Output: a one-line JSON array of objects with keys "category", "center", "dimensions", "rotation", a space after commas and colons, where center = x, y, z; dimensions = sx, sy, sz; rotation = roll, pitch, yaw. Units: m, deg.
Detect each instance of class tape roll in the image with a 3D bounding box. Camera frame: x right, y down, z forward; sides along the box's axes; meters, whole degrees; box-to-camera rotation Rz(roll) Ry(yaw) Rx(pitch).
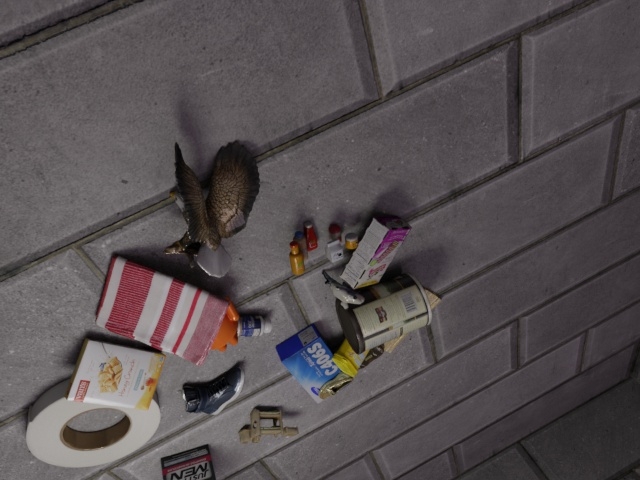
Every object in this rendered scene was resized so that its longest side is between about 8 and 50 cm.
[{"category": "tape roll", "center": [-0.717, 0.577, 1.529], "dimensions": [0.391, 0.072, 0.392], "rotation": [-14, 129, -17]}]

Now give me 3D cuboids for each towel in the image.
[{"category": "towel", "center": [-0.438, 0.198, 1.310], "dimensions": [0.328, 0.037, 0.237], "rotation": [24, 114, -6]}]

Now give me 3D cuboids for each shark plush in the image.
[{"category": "shark plush", "center": [0.067, 0.162, 1.568], "dimensions": [0.067, 0.161, 0.073], "rotation": [-40, 153, -46]}]

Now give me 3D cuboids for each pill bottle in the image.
[{"category": "pill bottle", "center": [-0.223, 0.278, 1.552], "dimensions": [0.120, 0.067, 0.067], "rotation": [3, 122, -28]}]

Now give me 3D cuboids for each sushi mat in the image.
[{"category": "sushi mat", "center": [0.339, 0.317, 1.892], "dimensions": [0.151, 0.019, 0.316], "rotation": [30, 107, -37]}]

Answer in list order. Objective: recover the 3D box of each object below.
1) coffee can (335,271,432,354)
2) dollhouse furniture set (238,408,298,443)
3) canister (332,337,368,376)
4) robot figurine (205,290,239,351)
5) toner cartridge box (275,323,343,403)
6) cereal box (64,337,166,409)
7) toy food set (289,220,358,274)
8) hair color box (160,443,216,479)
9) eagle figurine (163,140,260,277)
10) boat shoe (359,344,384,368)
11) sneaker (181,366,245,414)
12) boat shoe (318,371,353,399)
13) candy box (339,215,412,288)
[{"category": "coffee can", "center": [0.216, 0.250, 1.659], "dimensions": [0.275, 0.201, 0.202], "rotation": [-19, 130, -12]}, {"category": "dollhouse furniture set", "center": [-0.211, 0.740, 1.909], "dimensions": [0.181, 0.101, 0.161], "rotation": [16, 140, -35]}, {"category": "canister", "center": [0.128, 0.399, 1.767], "dimensions": [0.170, 0.073, 0.126], "rotation": [-54, 137, -22]}, {"category": "robot figurine", "center": [-0.331, 0.235, 1.420], "dimensions": [0.219, 0.158, 0.128], "rotation": [54, 49, -32]}, {"category": "toner cartridge box", "center": [-0.017, 0.469, 1.790], "dimensions": [0.165, 0.075, 0.348], "rotation": [-31, 132, -1]}, {"category": "cereal box", "center": [-0.600, 0.398, 1.413], "dimensions": [0.240, 0.047, 0.173], "rotation": [23, 77, -37]}, {"category": "toy food set", "center": [0.000, 0.000, 1.428], "dimensions": [0.232, 0.111, 0.105], "rotation": [-22, 129, -19]}, {"category": "hair color box", "center": [-0.458, 0.956, 1.733], "dimensions": [0.185, 0.374, 0.114], "rotation": [-10, 128, -20]}, {"category": "eagle figurine", "center": [-0.286, -0.082, 1.179], "dimensions": [0.225, 0.226, 0.298], "rotation": [22, 119, -14]}, {"category": "boat shoe", "center": [0.179, 0.446, 1.871], "dimensions": [0.190, 0.072, 0.068], "rotation": [-33, 98, 30]}, {"category": "sneaker", "center": [-0.375, 0.514, 1.640], "dimensions": [0.163, 0.086, 0.226], "rotation": [26, 111, -40]}, {"category": "boat shoe", "center": [0.058, 0.554, 1.808], "dimensions": [0.153, 0.048, 0.056], "rotation": [-38, 132, 3]}, {"category": "candy box", "center": [0.178, 0.037, 1.533], "dimensions": [0.159, 0.071, 0.233], "rotation": [-7, 131, -53]}]
